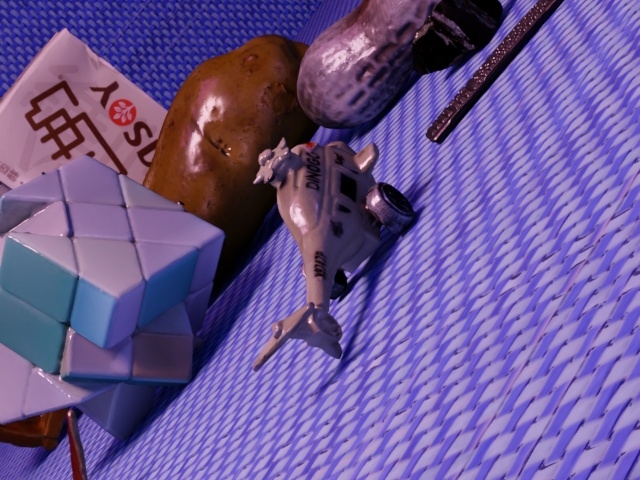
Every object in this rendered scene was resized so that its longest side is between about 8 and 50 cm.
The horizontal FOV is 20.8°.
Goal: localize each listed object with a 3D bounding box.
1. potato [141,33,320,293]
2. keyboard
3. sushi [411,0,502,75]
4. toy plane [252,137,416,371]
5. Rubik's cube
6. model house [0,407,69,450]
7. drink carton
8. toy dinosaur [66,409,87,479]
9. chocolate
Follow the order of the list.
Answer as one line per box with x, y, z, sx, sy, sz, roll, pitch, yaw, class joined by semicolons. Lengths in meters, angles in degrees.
-0.123;-0.062;1.899;0.369;0.176;0.195;-60;38;10;potato
0.137;-0.138;1.378;0.155;0.010;0.053;-49;9;3;keyboard
0.124;-0.196;1.572;0.084;0.056;0.083;-58;3;-38;sushi
0.000;0.000;1.205;0.092;0.108;0.286;-45;22;25;toy plane
-0.214;0.068;1.671;0.224;0.265;0.213;-32;-36;-52;Rubik's cube
-0.377;0.161;2.227;0.220;0.229;0.199;-36;40;-25;model house
-0.239;-0.072;2.049;0.194;0.324;0.132;-54;13;-13;drink carton
-0.292;0.289;1.383;0.327;0.113;0.206;-44;6;10;toy dinosaur
0.064;-0.204;1.750;0.248;0.110;0.110;-48;8;28;chocolate
